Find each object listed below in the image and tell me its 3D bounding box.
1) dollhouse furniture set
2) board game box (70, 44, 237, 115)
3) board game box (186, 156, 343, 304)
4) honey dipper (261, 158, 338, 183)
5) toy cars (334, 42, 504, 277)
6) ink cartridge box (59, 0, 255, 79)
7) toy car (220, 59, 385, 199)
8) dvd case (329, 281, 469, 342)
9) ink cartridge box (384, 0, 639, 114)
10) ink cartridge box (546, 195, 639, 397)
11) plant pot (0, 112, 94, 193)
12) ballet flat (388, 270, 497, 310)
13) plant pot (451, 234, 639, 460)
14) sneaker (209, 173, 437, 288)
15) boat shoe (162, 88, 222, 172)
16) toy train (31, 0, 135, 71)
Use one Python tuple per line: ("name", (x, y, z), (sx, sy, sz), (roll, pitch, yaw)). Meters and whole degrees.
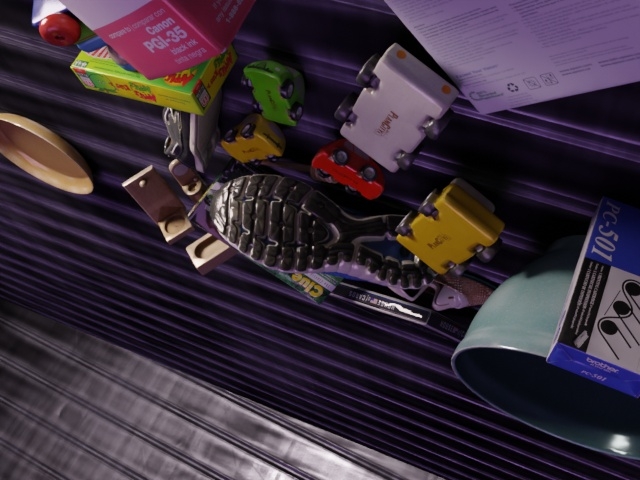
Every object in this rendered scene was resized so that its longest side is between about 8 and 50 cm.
("dollhouse furniture set", (-0.205, -0.048, 1.312), (0.151, 0.144, 0.123), (56, 178, 37))
("board game box", (-0.202, -0.216, 0.996), (0.181, 0.092, 0.043), (16, 157, 24))
("board game box", (-0.062, -0.015, 1.271), (0.259, 0.136, 0.030), (35, -159, -19))
("honey dipper", (-0.038, -0.106, 1.156), (0.160, 0.030, 0.030), (14, 156, 39))
("toy cars", (0.128, -0.088, 0.931), (0.176, 0.087, 0.394), (22, 157, 38))
("ink cartridge box", (-0.158, -0.295, 0.612), (0.117, 0.207, 0.283), (-2, 145, 48))
("toy car", (-0.035, -0.151, 1.011), (0.239, 0.053, 0.225), (17, 156, 21))
("dvd case", (0.131, 0.121, 1.381), (0.238, 0.030, 0.179), (16, 172, 42))
("ink cartridge box", (0.160, -0.206, 0.677), (0.224, 0.045, 0.223), (40, 155, -30))
("ink cartridge box", (0.315, 0.053, 0.866), (0.097, 0.207, 0.046), (21, 145, 12))
("plant pot", (-0.529, -0.168, 1.554), (0.236, 0.032, 0.236), (22, 158, 9))
("ballet flat", (0.168, 0.070, 1.262), (0.206, 0.067, 0.073), (20, 156, 15))
("plant pot", (0.332, 0.117, 1.009), (0.293, 0.196, 0.293), (22, 158, 9))
("sneaker", (0.000, 0.000, 1.172), (0.329, 0.130, 0.147), (17, 171, -12))
("boat shoe", (-0.180, -0.161, 1.109), (0.079, 0.084, 0.233), (26, 161, -1))
("toy train", (-0.171, -0.264, 0.873), (0.248, 0.105, 0.143), (-15, 156, 26))
